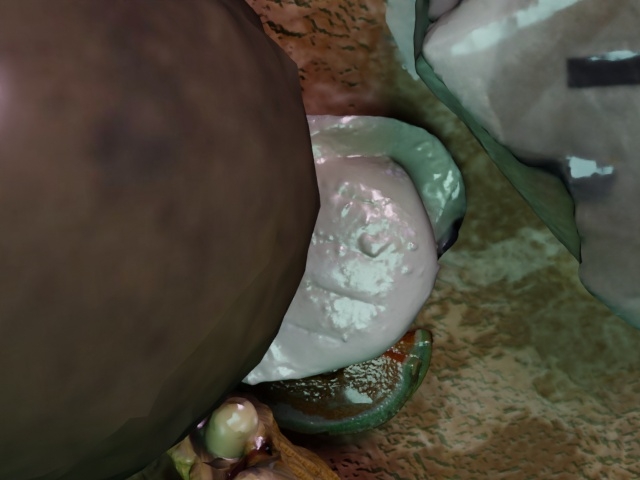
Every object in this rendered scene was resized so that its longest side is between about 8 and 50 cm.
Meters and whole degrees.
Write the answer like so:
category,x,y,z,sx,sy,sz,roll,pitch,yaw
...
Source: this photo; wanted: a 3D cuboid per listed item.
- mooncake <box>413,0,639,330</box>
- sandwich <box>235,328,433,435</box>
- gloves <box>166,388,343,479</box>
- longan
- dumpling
category,x,y,z,sx,sy,sz,roll,pitch,yaw
mooncake,0.207,-0.100,1.043,0.254,0.136,0.250,-29,120,22
sandwich,0.015,0.096,1.230,0.135,0.029,0.067,-18,112,16
gloves,-0.033,0.237,1.237,0.203,0.155,0.356,4,132,15
longan,-0.231,-0.046,0.988,0.404,0.404,0.436,-32,100,21
dumpling,0.001,0.000,1.151,0.176,0.092,0.150,-31,104,25
